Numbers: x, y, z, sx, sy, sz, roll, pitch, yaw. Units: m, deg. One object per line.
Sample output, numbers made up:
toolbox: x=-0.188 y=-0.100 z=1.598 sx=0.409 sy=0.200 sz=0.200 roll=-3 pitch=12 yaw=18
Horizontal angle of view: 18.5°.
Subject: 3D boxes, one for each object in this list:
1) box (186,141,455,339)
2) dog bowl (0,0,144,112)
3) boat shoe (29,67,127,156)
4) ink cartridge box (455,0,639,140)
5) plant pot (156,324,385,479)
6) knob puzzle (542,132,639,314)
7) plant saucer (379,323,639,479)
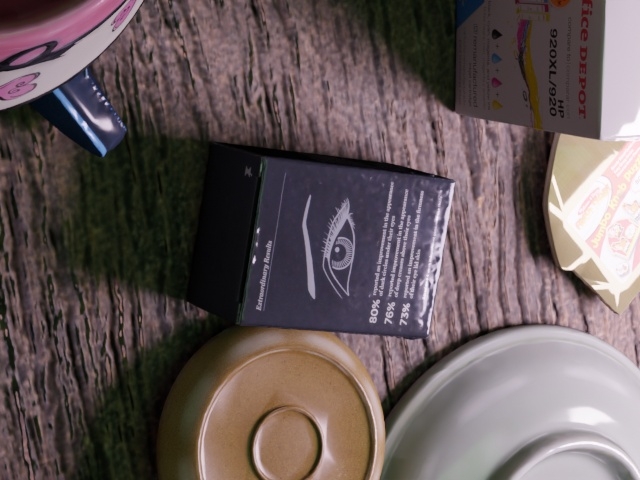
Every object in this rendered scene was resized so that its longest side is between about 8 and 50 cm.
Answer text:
box: x=0.000 y=0.000 z=1.767 sx=0.207 sy=0.108 sz=0.153 roll=7 pitch=96 yaw=-30
dog bowl: x=-0.283 y=-0.299 z=1.464 sx=0.408 sy=0.150 sz=0.408 roll=2 pitch=86 yaw=-21
boat shoe: x=-0.231 y=-0.183 z=1.602 sx=0.089 sy=0.109 sz=0.258 roll=-46 pitch=120 yaw=-19
ink cartridge box: x=0.255 y=-0.189 z=1.804 sx=0.168 sy=0.232 sz=0.171 roll=-5 pitch=102 yaw=-29
plant pot: x=-0.036 y=0.187 z=1.785 sx=0.236 sy=0.032 sz=0.236 roll=-1 pitch=91 yaw=-30
knob puzzle: x=0.290 y=-0.049 z=1.970 sx=0.213 sy=0.030 sz=0.213 roll=-7 pitch=104 yaw=-29
plant saucer: x=0.218 y=0.286 z=1.955 sx=0.400 sy=0.100 sz=0.400 roll=-6 pitch=102 yaw=-28
